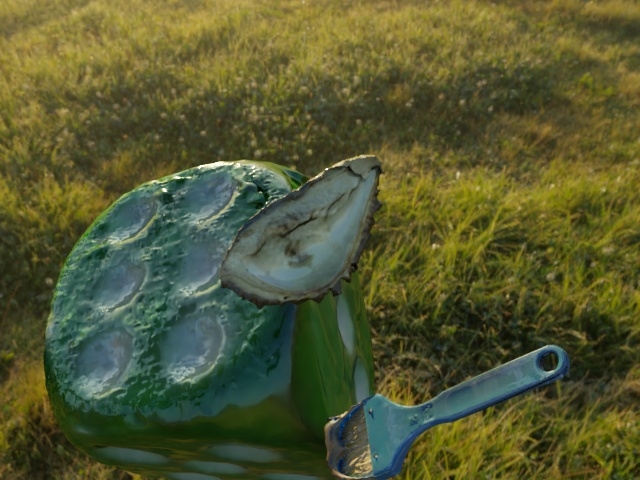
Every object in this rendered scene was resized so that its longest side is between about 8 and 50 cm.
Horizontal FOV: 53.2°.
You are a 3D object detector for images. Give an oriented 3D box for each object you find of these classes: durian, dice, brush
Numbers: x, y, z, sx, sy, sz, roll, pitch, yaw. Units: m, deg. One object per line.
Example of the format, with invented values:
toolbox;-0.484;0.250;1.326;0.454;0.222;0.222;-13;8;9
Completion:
durian;-0.006;-0.003;0.381;0.130;0.066;0.052;-36;16;-25
dice;-0.103;0.107;0.722;0.287;0.300;0.297;-9;58;17
brush;0.068;0.100;0.374;0.164;0.014;0.051;-32;46;26
